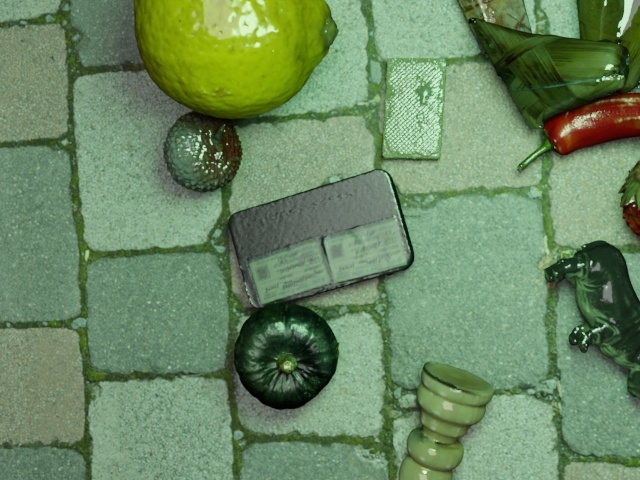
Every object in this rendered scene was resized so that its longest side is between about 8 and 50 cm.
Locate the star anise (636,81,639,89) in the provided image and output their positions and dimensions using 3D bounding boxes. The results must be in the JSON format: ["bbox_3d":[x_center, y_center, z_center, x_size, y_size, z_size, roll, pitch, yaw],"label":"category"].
[{"bbox_3d":[0.708,-0.309,1.353,0.271,0.103,0.272,2,118,4],"label":"star anise"}]

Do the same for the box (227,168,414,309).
[{"bbox_3d":[0.000,0.000,1.500,0.349,0.058,0.212,-15,89,10],"label":"box"}]

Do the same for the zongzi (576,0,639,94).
[{"bbox_3d":[0.503,-0.444,1.390,0.300,0.145,0.274,36,114,35],"label":"zongzi"}]

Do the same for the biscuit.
[{"bbox_3d":[0.185,-0.260,1.472,0.121,0.040,0.200,3,90,9],"label":"biscuit"}]

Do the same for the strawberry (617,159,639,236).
[{"bbox_3d":[0.666,-0.056,1.329,0.244,0.205,0.205,38,97,-14],"label":"strawberry"}]

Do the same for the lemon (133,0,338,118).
[{"bbox_3d":[-0.158,-0.396,1.380,0.387,0.350,0.350,12,93,15],"label":"lemon"}]

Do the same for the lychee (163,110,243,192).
[{"bbox_3d":[-0.231,-0.178,1.482,0.197,0.165,0.165,-14,87,53],"label":"lychee"}]

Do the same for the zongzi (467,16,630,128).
[{"bbox_3d":[0.403,-0.338,1.308,0.242,0.221,0.112,53,55,-13],"label":"zongzi"}]

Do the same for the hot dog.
[{"bbox_3d":[0.334,-0.459,1.431,0.131,0.069,0.253,-19,90,1],"label":"hot dog"}]

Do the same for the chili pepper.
[{"bbox_3d":[0.534,-0.207,1.333,0.368,0.137,0.092,-9,130,39],"label":"chili pepper"}]

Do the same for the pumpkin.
[{"bbox_3d":[-0.068,0.227,1.463,0.211,0.152,0.212,3,104,10],"label":"pumpkin"}]

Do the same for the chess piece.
[{"bbox_3d":[0.223,0.376,1.429,0.142,0.143,0.261,20,100,10],"label":"chess piece"}]

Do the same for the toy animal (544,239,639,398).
[{"bbox_3d":[0.551,0.165,1.374,0.168,0.106,0.343,-36,90,2],"label":"toy animal"}]
